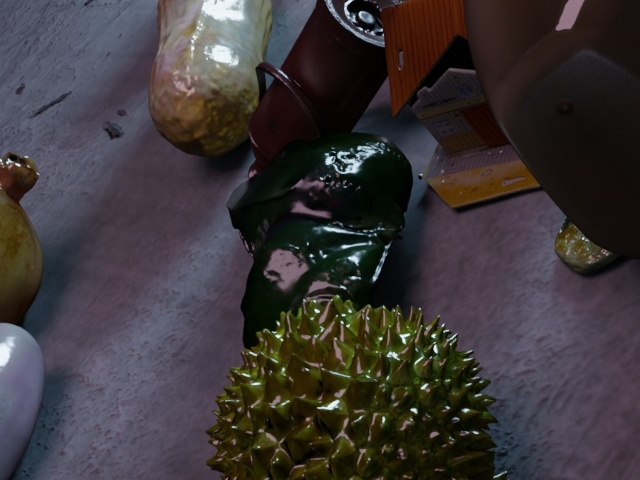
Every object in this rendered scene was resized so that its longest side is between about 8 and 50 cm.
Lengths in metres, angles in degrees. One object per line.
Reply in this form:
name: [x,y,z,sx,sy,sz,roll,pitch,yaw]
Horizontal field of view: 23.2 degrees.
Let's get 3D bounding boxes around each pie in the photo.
pie: [0.214,-0.012,1.178,0.085,0.017,0.085,-30,32,22]

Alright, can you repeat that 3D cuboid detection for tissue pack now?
tissue pack: [0.298,-0.189,1.051,0.387,0.267,0.277,-28,38,27]

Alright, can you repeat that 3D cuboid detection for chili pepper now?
chili pepper: [-0.005,-0.007,1.320,0.148,0.116,0.265,-35,27,43]

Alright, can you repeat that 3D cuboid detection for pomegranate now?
pomegranate: [-0.411,0.007,1.672,0.270,0.229,0.252,-36,32,2]

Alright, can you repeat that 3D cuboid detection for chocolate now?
chocolate: [-0.119,-0.209,1.683,0.134,0.134,0.309,-28,33,24]

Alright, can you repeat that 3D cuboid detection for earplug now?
earplug: [-0.354,0.201,1.460,0.172,0.172,0.301,-11,37,42]

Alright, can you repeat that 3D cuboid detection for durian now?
durian: [0.022,0.134,1.078,0.200,0.177,0.237,-15,16,-18]

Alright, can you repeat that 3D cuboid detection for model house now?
model house: [0.153,-0.154,1.302,0.219,0.136,0.207,-11,42,42]

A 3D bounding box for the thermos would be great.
thermos: [-0.002,-0.132,1.463,0.124,0.099,0.232,-23,-25,-44]
